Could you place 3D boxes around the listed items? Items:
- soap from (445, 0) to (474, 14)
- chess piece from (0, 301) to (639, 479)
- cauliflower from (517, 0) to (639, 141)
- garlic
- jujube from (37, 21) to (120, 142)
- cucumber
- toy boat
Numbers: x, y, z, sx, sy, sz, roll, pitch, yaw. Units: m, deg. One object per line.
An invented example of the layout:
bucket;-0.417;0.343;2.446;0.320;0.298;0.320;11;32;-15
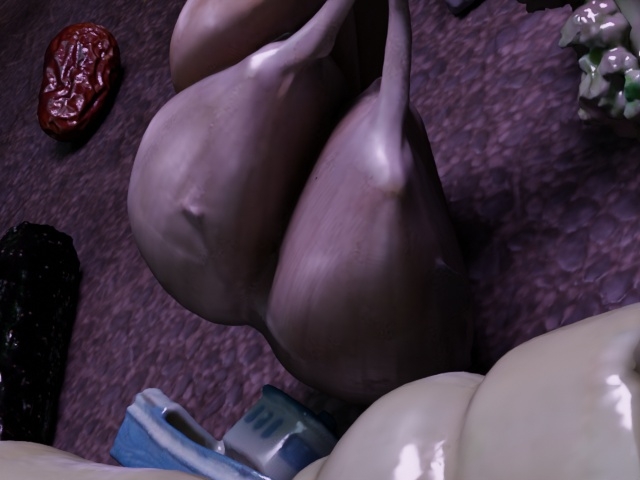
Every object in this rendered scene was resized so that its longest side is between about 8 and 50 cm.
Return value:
soap;0.125;-0.348;1.188;0.258;0.159;0.302;-42;27;14
chess piece;-0.020;0.170;0.646;0.442;0.234;0.234;-19;38;31
cauliflower;0.135;-0.186;0.845;0.315;0.239;0.256;-3;26;-12
garlic;0.013;-0.043;0.840;0.292;0.210;0.237;54;-121;-77
jujube;-0.235;-0.152;1.505;0.077;0.077;0.129;-22;42;38
cucumber;-0.231;0.098;1.173;0.072;0.081;0.303;-10;36;6
toy boat;-0.038;0.124;0.862;0.102;0.088;0.215;-48;26;-10
